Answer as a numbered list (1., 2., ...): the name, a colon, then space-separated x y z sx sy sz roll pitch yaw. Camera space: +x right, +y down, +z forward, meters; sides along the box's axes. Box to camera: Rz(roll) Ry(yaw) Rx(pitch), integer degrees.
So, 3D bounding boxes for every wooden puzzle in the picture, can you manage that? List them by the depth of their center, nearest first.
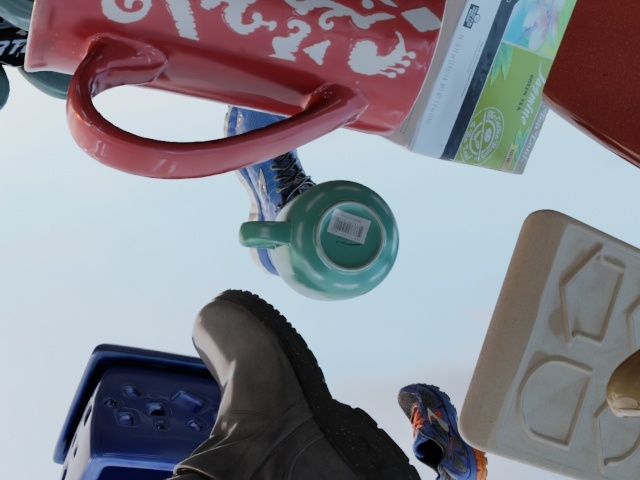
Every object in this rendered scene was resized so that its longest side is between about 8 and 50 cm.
1. wooden puzzle: 0.364 0.159 1.515 0.347 0.322 0.080 21 175 -24

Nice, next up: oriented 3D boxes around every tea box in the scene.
1. tea box: 0.220 -0.308 1.794 0.323 0.329 0.220 4 -159 -47

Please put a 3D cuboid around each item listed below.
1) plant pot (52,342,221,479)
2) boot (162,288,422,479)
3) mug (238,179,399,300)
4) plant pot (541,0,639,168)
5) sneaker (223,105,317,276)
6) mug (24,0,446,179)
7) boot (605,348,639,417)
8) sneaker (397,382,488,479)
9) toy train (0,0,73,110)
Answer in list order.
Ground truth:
1. plant pot: -0.188 0.258 1.309 0.235 0.236 0.212 11 -145 -22
2. boot: -0.087 0.176 0.907 0.222 0.118 0.338 -28 -145 -18
3. mug: 0.008 0.006 1.198 0.157 0.129 0.097 -29 -177 -16
4. plant pot: 0.397 -0.185 1.191 0.235 0.267 0.267 25 -170 32
5. sneaker: -0.054 -0.098 1.798 0.129 0.330 0.147 -25 -160 -35
6. mug: -0.041 -0.094 0.507 0.169 0.150 0.113 13 177 -14
7. boot: 0.486 0.123 1.265 0.236 0.089 0.269 -26 -177 -25
8. sneaker: 0.177 0.302 1.767 0.087 0.083 0.221 -8 -148 -25
9. toy train: -0.254 -0.189 0.767 0.142 0.190 0.334 -41 168 36
